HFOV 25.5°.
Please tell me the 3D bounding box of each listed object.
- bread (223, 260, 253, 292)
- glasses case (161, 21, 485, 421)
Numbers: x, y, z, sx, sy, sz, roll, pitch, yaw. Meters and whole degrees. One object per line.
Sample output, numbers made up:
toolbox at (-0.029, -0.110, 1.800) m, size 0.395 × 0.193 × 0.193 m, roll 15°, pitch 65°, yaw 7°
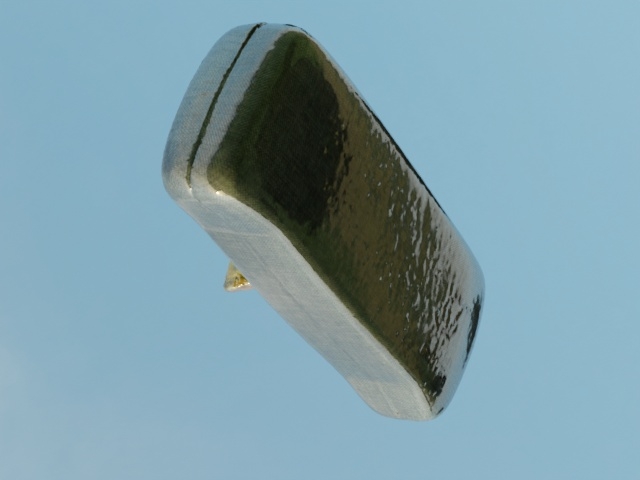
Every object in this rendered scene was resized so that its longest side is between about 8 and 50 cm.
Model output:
bread at (0.000, 0.000, 1.488) m, size 0.088 × 0.161 × 0.233 m, roll 63°, pitch -154°, yaw 2°
glasses case at (0.015, -0.003, 0.937) m, size 0.323 × 0.074 × 0.131 m, roll 50°, pitch -125°, yaw -46°
